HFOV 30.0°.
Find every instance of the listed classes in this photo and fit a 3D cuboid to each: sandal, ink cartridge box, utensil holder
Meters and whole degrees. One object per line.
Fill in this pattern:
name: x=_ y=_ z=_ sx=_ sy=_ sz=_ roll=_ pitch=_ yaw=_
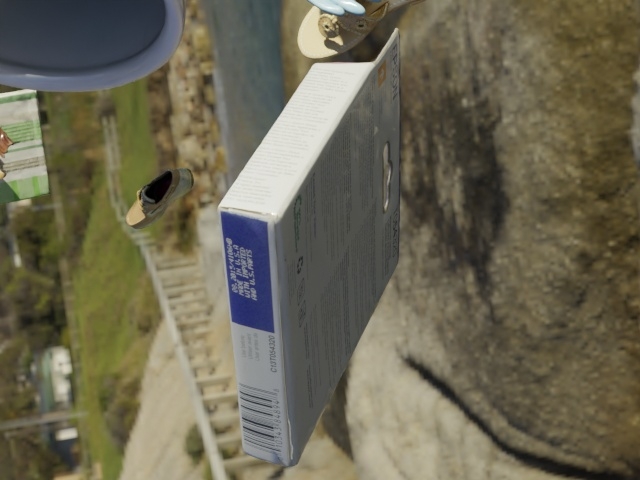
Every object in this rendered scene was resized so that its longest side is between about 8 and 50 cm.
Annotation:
sandal: x=0.063 y=-0.340 z=1.674 sx=0.088 sy=0.240 sz=0.079 roll=66 pitch=-169 yaw=9
ink cartridge box: x=0.000 y=0.000 z=1.200 sx=0.330 sy=0.071 sz=0.324 roll=-61 pitch=-24 yaw=-46
utensil holder: x=-0.290 y=-0.408 z=1.304 sx=0.328 sy=0.327 sz=0.386 roll=99 pitch=176 yaw=-63

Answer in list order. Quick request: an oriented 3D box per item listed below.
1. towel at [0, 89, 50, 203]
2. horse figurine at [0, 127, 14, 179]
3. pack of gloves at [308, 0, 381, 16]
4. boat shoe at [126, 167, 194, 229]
towel: x=-0.435 y=-0.126 z=1.633 sx=0.023 sy=0.113 sz=0.152 roll=18 pitch=116 yaw=56
horse figurine: x=-0.521 y=-0.120 z=1.536 sx=0.066 sy=0.263 sz=0.175 roll=-84 pitch=-29 yaw=-67
pack of gloves: x=0.003 y=-0.353 z=1.233 sx=0.232 sy=0.195 sz=0.046 roll=37 pitch=161 yaw=1
boat shoe: x=-0.248 y=-0.065 z=1.767 sx=0.045 sy=0.135 sz=0.050 roll=12 pitch=-136 yaw=-52
